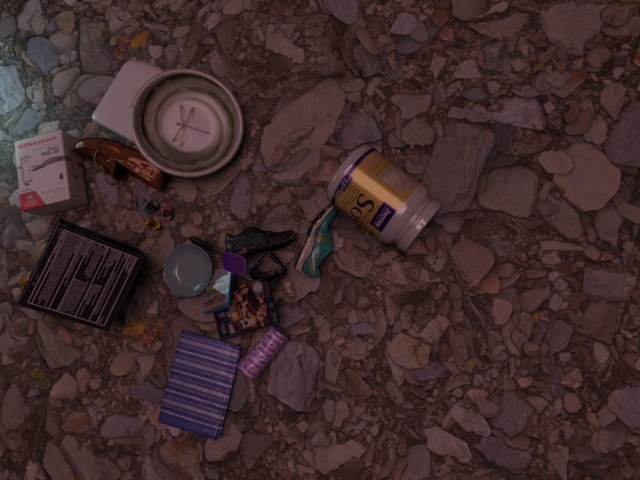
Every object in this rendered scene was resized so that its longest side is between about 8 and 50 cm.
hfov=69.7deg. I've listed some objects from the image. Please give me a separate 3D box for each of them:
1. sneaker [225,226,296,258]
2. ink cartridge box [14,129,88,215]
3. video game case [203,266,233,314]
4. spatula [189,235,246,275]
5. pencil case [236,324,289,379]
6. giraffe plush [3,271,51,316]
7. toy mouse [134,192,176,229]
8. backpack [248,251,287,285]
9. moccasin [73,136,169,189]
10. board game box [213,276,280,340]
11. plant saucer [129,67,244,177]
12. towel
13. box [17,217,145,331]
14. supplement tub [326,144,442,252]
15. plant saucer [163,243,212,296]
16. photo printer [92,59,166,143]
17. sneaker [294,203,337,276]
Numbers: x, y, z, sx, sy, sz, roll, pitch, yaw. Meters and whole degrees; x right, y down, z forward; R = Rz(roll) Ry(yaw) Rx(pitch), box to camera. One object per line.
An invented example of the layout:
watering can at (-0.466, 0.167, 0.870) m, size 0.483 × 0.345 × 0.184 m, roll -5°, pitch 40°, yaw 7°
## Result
sneaker at (-0.221, -0.006, 1.649) m, size 0.268 × 0.101 × 0.106 m, roll -15°, pitch 78°, yaw 4°
ink cartridge box at (-1.042, -0.259, 1.776) m, size 0.208 × 0.117 × 0.282 m, roll -13°, pitch 81°, yaw 5°
video game case at (-0.360, 0.172, 1.630) m, size 0.119 × 0.015 × 0.166 m, roll -19°, pitch 54°, yaw 28°
spatula at (-0.375, 0.045, 1.648) m, size 0.297 × 0.030 × 0.084 m, roll 26°, pitch 127°, yaw 34°
pencil case at (-0.201, 0.387, 1.603) m, size 0.206 × 0.086 × 0.088 m, roll -49°, pitch 56°, yaw -3°
giraffe plush at (-1.015, 0.191, 1.700) m, size 0.210 × 0.181 × 0.170 m, roll -31°, pitch 101°, yaw -9°
toy mouse at (-0.612, -0.110, 1.746) m, size 0.161 × 0.031 × 0.142 m, roll 8°, pitch 83°, yaw 8°
backpack at (-0.188, 0.110, 1.635) m, size 0.114 × 0.084 × 0.105 m, roll -40°, pitch 80°, yaw 4°
moccasin at (-0.762, -0.285, 1.746) m, size 0.381 × 0.139 × 0.146 m, roll 20°, pitch 76°, yaw 0°
board game box at (-0.268, 0.242, 1.603) m, size 0.243 × 0.042 × 0.164 m, roll -22°, pitch 79°, yaw 27°
plant saucer at (-0.488, -0.425, 1.704) m, size 0.401 × 0.100 × 0.399 m, roll 0°, pitch 88°, yaw -13°
towel at (-0.427, 0.513, 1.639) m, size 0.244 × 0.040 × 0.335 m, roll 12°, pitch 82°, yaw 10°
box at (-0.825, 0.120, 1.601) m, size 0.294 × 0.183 × 0.296 m, roll 27°, pitch 85°, yaw -28°
supplement tub at (0.212, -0.138, 1.542) m, size 0.331 × 0.241 × 0.241 m, roll 38°, pitch 88°, yaw 11°
plant saucer at (-0.480, 0.108, 1.689) m, size 0.195 × 0.037 × 0.194 m, roll 0°, pitch 88°, yaw 13°
photo printer at (-0.696, -0.534, 1.777) m, size 0.256 × 0.107 × 0.307 m, roll 30°, pitch 87°, yaw 10°
sneaker at (0.000, 0.000, 1.636) m, size 0.110 × 0.107 × 0.275 m, roll 23°, pitch 90°, yaw -10°
